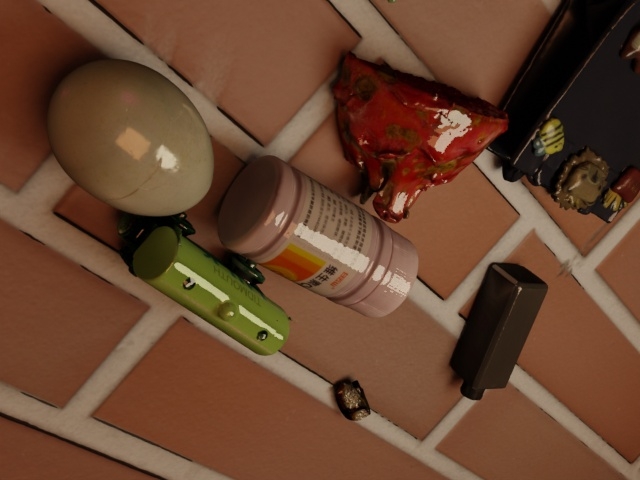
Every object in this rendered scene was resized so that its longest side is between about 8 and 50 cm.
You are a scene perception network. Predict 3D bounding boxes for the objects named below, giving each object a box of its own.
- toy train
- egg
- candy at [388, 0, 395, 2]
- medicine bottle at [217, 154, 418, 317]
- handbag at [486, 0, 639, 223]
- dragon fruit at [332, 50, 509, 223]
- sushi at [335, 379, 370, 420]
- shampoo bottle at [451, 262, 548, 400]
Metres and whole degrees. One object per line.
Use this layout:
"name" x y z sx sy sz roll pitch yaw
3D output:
"toy train" -0.140 0.054 1.021 0.105 0.157 0.253 -48 129 1
"egg" -0.199 -0.106 0.894 0.151 0.151 0.209 -48 134 2
"candy" 0.074 -0.408 0.934 0.084 0.078 0.287 -6 129 6
"medicine bottle" 0.000 0.000 1.074 0.250 0.133 0.133 29 100 -33
"handbag" 0.433 -0.194 1.247 0.303 0.122 0.329 22 106 -38
"dragon fruit" 0.131 -0.116 1.104 0.262 0.134 0.211 5 123 -34
"sushi" 0.049 0.260 1.345 0.046 0.044 0.083 -19 127 6
"shampoo bottle" 0.297 0.163 1.402 0.079 0.080 0.246 4 115 -31
